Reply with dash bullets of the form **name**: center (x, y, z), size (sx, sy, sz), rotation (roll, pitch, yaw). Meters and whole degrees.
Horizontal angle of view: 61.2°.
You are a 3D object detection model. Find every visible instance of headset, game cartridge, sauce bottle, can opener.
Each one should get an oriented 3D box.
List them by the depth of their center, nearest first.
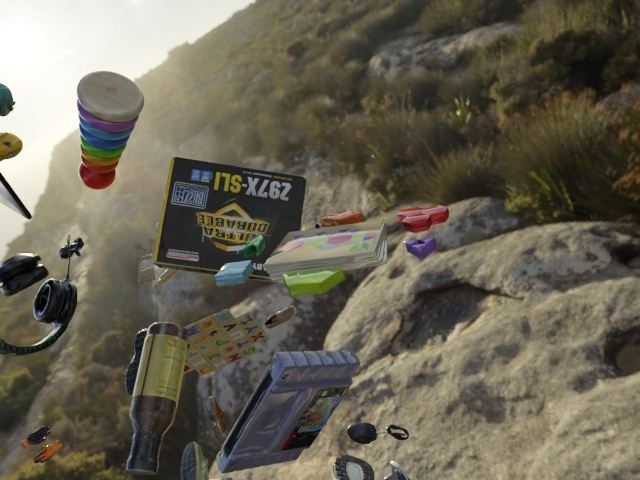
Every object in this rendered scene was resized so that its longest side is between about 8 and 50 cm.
- **game cartridge**: center (-0.071, 0.397, 1.250), size (0.355, 0.230, 0.068), rotation (-61, 39, 24)
- **sauce bottle**: center (-0.396, 0.373, 1.298), size (0.111, 0.111, 0.344), rotation (-17, 53, 31)
- **can opener**: center (0.214, 0.727, 1.499), size (0.095, 0.283, 0.076), rotation (-25, 33, -24)
- **headset**: center (-0.798, 0.139, 1.518), size (0.185, 0.243, 0.394), rotation (-18, 34, 39)

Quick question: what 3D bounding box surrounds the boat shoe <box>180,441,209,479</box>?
- **boat shoe**: center (-0.242, 0.483, 1.087), size (0.056, 0.048, 0.153), rotation (-38, 54, 29)

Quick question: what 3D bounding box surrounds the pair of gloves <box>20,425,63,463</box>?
- **pair of gloves**: center (-0.718, 0.527, 1.397), size (0.074, 0.083, 0.010), rotation (-35, -16, -34)

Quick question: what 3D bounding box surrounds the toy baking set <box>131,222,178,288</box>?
- **toy baking set**: center (-0.561, 0.042, 1.915), size (0.256, 0.197, 0.030), rotation (-40, -17, -2)

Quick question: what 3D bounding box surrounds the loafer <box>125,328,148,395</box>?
- **loafer**: center (-0.555, 0.387, 1.707), size (0.076, 0.078, 0.223), rotation (-17, 47, 18)

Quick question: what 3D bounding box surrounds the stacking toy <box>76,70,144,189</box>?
- **stacking toy**: center (-0.526, -0.241, 1.298), size (0.330, 0.141, 0.141), rotation (-50, 5, 46)

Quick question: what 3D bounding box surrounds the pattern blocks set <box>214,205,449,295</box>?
- **pattern blocks set**: center (0.018, 0.013, 0.827), size (0.325, 0.026, 0.285), rotation (-4, 21, 25)

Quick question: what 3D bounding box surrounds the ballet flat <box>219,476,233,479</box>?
- **ballet flat**: center (-0.224, 0.625, 1.201), size (0.068, 0.213, 0.072), rotation (28, 20, 27)

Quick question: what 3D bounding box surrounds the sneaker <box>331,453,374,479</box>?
- **sneaker**: center (0.096, 0.831, 1.591), size (0.158, 0.182, 0.410), rotation (11, 17, 0)

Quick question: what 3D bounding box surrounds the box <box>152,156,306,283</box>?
- **box**: center (-0.207, -0.045, 1.281), size (0.079, 0.322, 0.257), rotation (125, 153, -76)

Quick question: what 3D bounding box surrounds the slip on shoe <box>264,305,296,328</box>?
- **slip on shoe**: center (-0.154, 0.290, 2.053), size (0.135, 0.041, 0.051), rotation (-30, 60, 12)

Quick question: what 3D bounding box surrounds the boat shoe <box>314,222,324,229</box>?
- **boat shoe**: center (0.000, 0.000, 1.899), size (0.050, 0.045, 0.135), rotation (-33, 51, 39)

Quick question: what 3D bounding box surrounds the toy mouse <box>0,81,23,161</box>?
- **toy mouse**: center (-0.452, -0.181, 0.754), size (0.031, 0.143, 0.161), rotation (-7, 20, -8)

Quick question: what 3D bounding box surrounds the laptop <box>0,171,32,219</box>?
- **laptop**: center (-0.983, -0.178, 1.273), size (0.408, 0.382, 0.236), rotation (26, 59, 20)

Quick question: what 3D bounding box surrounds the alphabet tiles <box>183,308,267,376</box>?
- **alphabet tiles**: center (-0.366, 0.357, 1.862), size (0.342, 0.285, 0.011), rotation (-23, 47, 0)

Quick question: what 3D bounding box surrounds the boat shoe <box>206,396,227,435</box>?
- **boat shoe**: center (-0.466, 0.788, 2.449), size (0.060, 0.178, 0.064), rotation (-15, -1, -44)

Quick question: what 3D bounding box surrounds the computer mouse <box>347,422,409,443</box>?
- **computer mouse**: center (0.203, 0.660, 1.868), size (0.071, 0.242, 0.041), rotation (-108, 34, -45)

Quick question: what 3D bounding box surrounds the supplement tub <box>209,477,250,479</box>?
- **supplement tub**: center (-0.263, 0.778, 1.349), size (0.228, 0.228, 0.316), rotation (-21, 54, 23)
